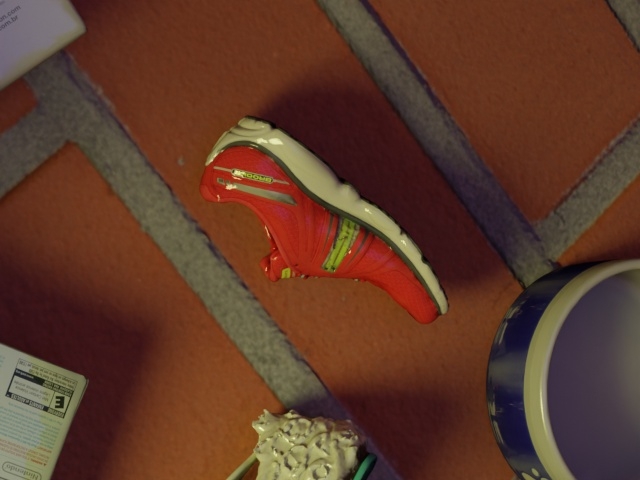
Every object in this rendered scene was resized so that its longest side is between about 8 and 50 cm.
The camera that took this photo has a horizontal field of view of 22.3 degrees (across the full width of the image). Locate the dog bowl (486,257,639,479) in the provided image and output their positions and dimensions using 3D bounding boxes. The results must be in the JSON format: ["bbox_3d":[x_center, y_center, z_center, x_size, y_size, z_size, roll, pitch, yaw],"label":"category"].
[{"bbox_3d":[0.305,0.151,1.672,0.265,0.104,0.265,1,87,-28],"label":"dog bowl"}]

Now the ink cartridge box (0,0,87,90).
[{"bbox_3d":[-0.411,-0.218,1.314,0.324,0.071,0.330,-36,105,-15],"label":"ink cartridge box"}]

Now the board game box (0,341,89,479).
[{"bbox_3d":[-0.352,0.215,1.333,0.224,0.097,0.303,26,75,-23],"label":"board game box"}]

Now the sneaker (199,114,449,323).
[{"bbox_3d":[0.000,0.000,1.542,0.279,0.107,0.118,39,89,-17],"label":"sneaker"}]

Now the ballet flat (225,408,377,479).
[{"bbox_3d":[-0.086,0.334,1.465,0.147,0.147,0.409,35,70,-22],"label":"ballet flat"}]
